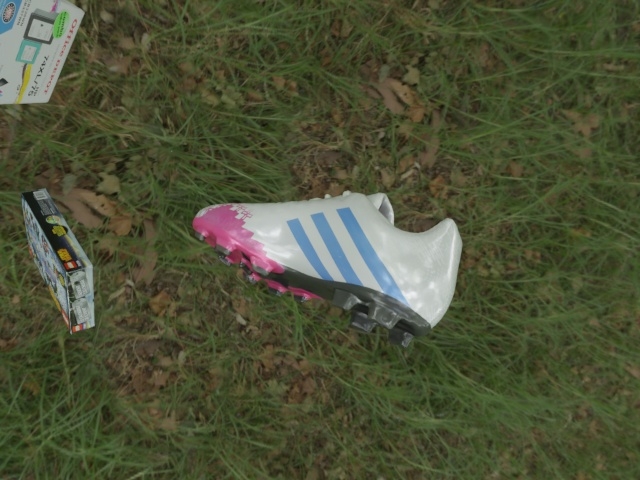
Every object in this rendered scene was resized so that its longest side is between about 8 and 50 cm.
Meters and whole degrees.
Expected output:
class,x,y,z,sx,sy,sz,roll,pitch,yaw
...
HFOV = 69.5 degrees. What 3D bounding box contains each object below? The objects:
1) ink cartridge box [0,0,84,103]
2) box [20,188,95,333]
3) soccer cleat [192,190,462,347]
class,x,y,z,sx,sy,sz,roll,pitch,yaw
ink cartridge box,-0.559,-0.353,0.736,0.197,0.270,0.198,28,104,-12
box,-0.286,0.021,0.502,0.027,0.137,0.094,-19,141,-39
soccer cleat,0.000,0.000,0.528,0.143,0.331,0.116,-59,146,-18
